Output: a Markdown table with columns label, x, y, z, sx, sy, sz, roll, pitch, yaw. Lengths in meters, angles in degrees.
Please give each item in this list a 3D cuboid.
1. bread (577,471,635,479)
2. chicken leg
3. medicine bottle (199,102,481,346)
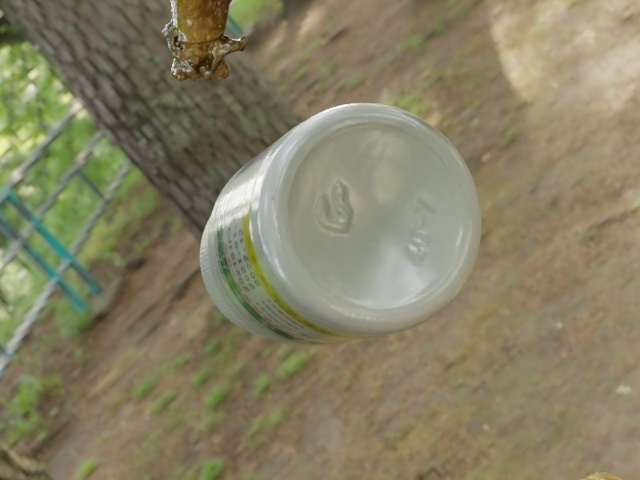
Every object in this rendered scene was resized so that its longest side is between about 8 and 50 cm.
| label | x | y | z | sx | sy | sz | roll | pitch | yaw |
| --- | --- | --- | --- | --- | --- | --- | --- | --- | --- |
| bread | 0.174 | 0.272 | 0.953 | 0.070 | 0.236 | 0.236 | 24 | 59 | 31 |
| chicken leg | -0.067 | -0.197 | 0.850 | 0.101 | 0.085 | 0.207 | -81 | -3 | -59 |
| medicine bottle | 0.000 | 0.000 | 1.356 | 0.208 | 0.208 | 0.340 | -46 | 7 | -18 |
